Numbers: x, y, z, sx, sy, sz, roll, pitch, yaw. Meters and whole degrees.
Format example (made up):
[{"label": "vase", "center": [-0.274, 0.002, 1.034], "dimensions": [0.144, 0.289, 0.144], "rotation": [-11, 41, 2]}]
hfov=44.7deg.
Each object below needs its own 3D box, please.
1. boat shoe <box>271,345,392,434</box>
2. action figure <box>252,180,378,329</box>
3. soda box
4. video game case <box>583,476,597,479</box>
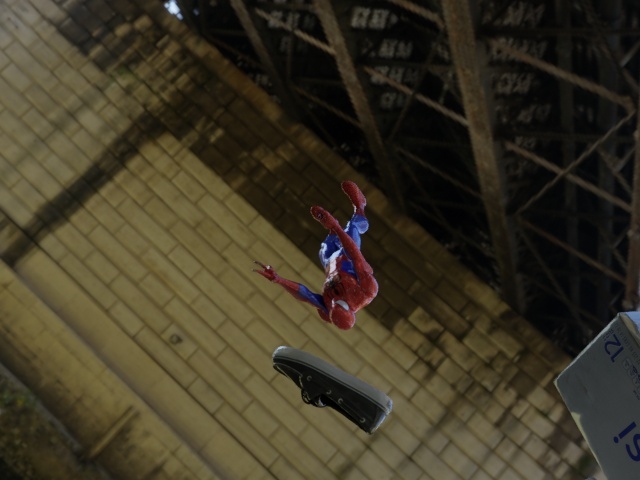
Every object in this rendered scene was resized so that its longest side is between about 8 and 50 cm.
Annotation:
[{"label": "boat shoe", "center": [0.003, 0.149, 0.783], "dimensions": [0.142, 0.040, 0.049], "rotation": [20, -29, 29]}, {"label": "action figure", "center": [0.000, 0.000, 0.954], "dimensions": [0.139, 0.091, 0.280], "rotation": [40, 22, -24]}, {"label": "soda box", "center": [0.284, 0.189, 0.541], "dimensions": [0.098, 0.091, 0.286], "rotation": [-64, -143, 42]}, {"label": "video game case", "center": [0.107, 0.214, 0.496], "dimensions": [0.019, 0.157, 0.143], "rotation": [50, 18, 29]}]
